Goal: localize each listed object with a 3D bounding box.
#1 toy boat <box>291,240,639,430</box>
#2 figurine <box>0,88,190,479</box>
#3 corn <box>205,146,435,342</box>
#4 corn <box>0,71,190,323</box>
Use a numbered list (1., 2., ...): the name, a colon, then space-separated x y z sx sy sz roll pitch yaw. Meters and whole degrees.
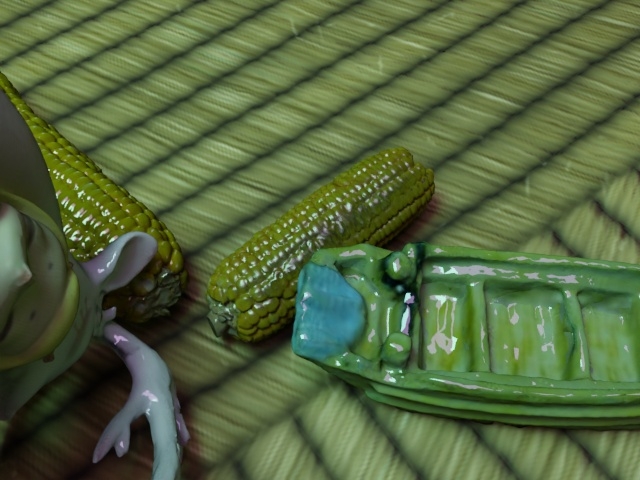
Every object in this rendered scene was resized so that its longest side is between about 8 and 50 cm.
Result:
1. toy boat: 0.121 0.065 0.460 0.276 0.084 0.111 4 58 2
2. figurine: -0.186 0.082 0.341 0.206 0.315 0.284 -8 72 11
3. corn: 0.000 0.000 0.508 0.207 0.068 0.068 -38 66 -15
4. corn: -0.226 -0.043 0.529 0.313 0.102 0.102 40 70 21
